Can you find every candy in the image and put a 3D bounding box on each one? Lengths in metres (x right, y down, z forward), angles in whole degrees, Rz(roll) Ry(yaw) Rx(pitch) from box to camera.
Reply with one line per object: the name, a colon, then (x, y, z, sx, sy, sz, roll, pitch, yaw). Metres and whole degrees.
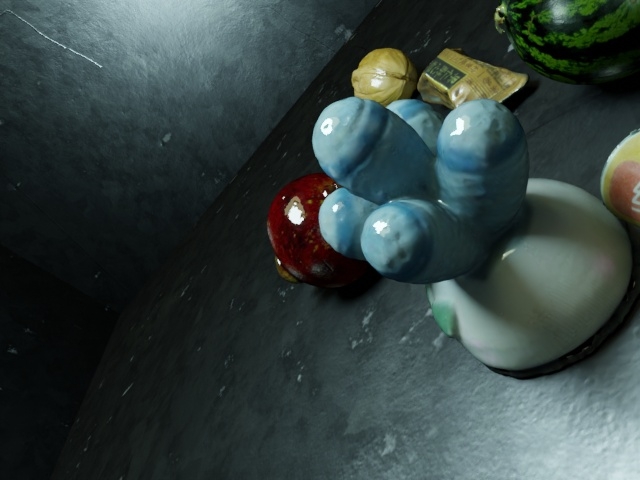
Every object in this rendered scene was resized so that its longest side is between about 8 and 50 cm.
candy: (0.274, -0.288, 0.988, 0.143, 0.101, 0.271, -42, 29, 12)

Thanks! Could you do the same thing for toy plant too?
toy plant: (0.132, -0.032, 0.545, 0.247, 0.332, 0.247, -45, 23, 25)

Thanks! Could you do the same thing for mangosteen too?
mangosteen: (0.000, 0.000, 0.969, 0.257, 0.215, 0.215, 116, 174, -50)

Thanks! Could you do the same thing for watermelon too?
watermelon: (0.352, -0.340, 0.663, 0.269, 0.269, 0.269, -43, 23, 23)

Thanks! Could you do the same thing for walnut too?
walnut: (0.162, -0.411, 1.340, 0.159, 0.159, 0.206, -55, 22, -5)

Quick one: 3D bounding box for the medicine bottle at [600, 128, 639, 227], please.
medicine bottle: (0.344, 0.022, 0.301, 0.108, 0.108, 0.426, -49, 23, 10)
